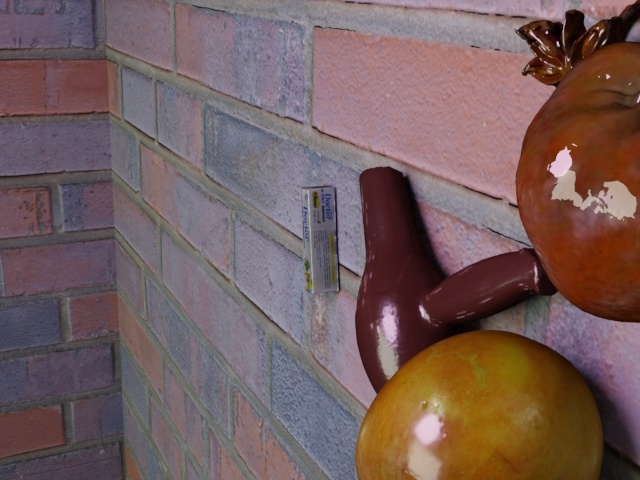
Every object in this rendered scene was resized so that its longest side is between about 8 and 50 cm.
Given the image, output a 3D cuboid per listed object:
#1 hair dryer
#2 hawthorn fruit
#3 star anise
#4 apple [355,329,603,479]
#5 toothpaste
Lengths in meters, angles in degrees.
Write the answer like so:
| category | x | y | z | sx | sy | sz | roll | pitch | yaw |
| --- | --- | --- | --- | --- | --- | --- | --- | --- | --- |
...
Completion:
| category | x | y | z | sx | sy | sz | roll | pitch | yaw |
| --- | --- | --- | --- | --- | --- | --- | --- | --- | --- |
| hair dryer | 0.156 | 0.016 | 0.917 | 0.340 | 0.123 | 0.312 | -33 | 55 | 51 |
| hawthorn fruit | 0.239 | -0.020 | 0.621 | 0.251 | 0.199 | 0.199 | 77 | 169 | -54 |
| star anise | 0.243 | -0.163 | 0.697 | 0.097 | 0.070 | 0.191 | 59 | 157 | -13 |
| apple | 0.155 | 0.198 | 0.799 | 0.237 | 0.207 | 0.237 | 31 | 150 | 21 |
| toothpaste | 0.000 | 0.000 | 1.267 | 0.034 | 0.046 | 0.164 | -161 | 66 | -66 |
